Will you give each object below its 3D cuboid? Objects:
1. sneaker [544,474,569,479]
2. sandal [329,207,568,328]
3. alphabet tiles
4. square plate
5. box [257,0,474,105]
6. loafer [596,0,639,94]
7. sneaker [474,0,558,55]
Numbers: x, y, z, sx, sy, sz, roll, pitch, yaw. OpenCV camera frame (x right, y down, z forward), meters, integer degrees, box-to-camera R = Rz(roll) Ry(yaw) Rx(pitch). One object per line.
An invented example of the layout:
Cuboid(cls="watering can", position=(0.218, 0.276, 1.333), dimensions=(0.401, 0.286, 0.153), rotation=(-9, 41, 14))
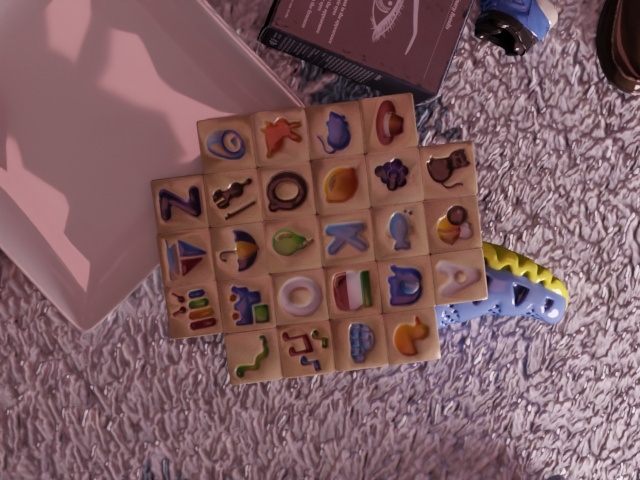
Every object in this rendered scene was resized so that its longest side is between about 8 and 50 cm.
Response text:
Cuboid(cls="sneaker", position=(0.217, 0.384, 1.347), dimensions=(0.258, 0.094, 0.091), rotation=(-43, 91, -10))
Cuboid(cls="sandal", position=(0.118, 0.051, 1.338), dimensions=(0.317, 0.126, 0.138), rotation=(13, 91, -2))
Cuboid(cls="alphabet tiles", position=(0.000, 0.000, 1.266), dimensions=(0.342, 0.011, 0.285), rotation=(-7, 96, 0))
Cuboid(cls="square plate", position=(-0.244, -0.138, 1.276), dimensions=(0.347, 0.049, 0.344), rotation=(-42, 96, 5))
Cuboid(cls="box", position=(0.055, -0.259, 1.333), dimensions=(0.207, 0.108, 0.153), rotation=(22, 87, -8))
Cuboid(cls="loafer", position=(0.380, -0.283, 1.412), dimensions=(0.080, 0.078, 0.220), rotation=(6, 86, -10))
Cuboid(cls="sneaker", position=(0.199, -0.281, 1.389), dimensions=(0.152, 0.058, 0.084), rotation=(45, 72, -12))
